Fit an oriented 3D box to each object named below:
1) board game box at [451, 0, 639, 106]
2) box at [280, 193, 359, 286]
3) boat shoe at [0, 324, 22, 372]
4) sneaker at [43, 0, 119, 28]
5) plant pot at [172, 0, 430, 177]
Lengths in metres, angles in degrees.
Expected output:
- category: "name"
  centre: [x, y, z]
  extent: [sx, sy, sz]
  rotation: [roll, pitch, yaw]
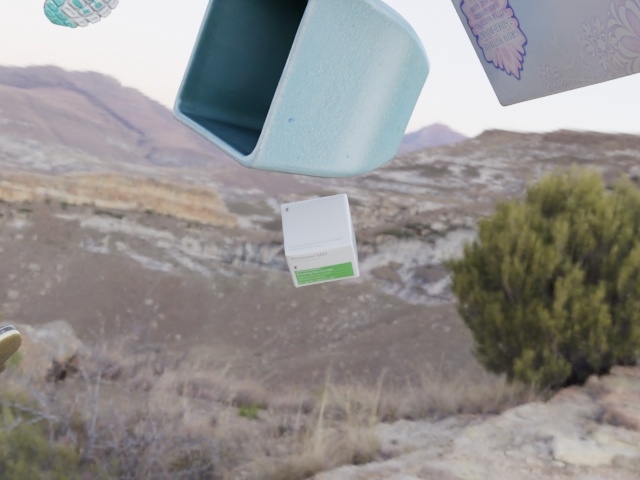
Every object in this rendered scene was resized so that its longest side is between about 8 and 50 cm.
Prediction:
- category: "board game box"
  centre: [0.095, -0.224, 0.343]
  extent: [0.066, 0.317, 0.319]
  rotation: [-28, 7, -6]
- category: "box"
  centre: [0.000, 0.000, 1.207]
  extent: [0.101, 0.101, 0.087]
  rotation: [-10, -40, 4]
- category: "boat shoe"
  centre: [-0.451, 0.147, 1.114]
  extent: [0.056, 0.049, 0.152]
  rotation: [-21, -15, -43]
- category: "sneaker"
  centre: [-0.262, -0.316, 0.967]
  extent: [0.076, 0.166, 0.065]
  rotation: [37, -15, 43]
- category: "plant pot"
  centre: [-0.006, -0.218, 1.085]
  extent: [0.252, 0.247, 0.247]
  rotation: [12, 15, -38]
